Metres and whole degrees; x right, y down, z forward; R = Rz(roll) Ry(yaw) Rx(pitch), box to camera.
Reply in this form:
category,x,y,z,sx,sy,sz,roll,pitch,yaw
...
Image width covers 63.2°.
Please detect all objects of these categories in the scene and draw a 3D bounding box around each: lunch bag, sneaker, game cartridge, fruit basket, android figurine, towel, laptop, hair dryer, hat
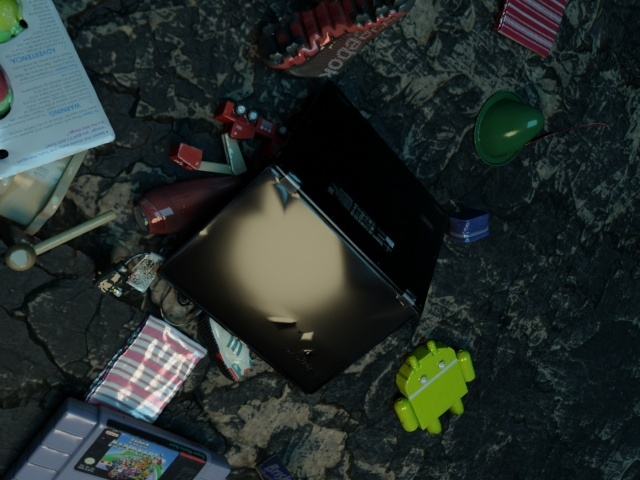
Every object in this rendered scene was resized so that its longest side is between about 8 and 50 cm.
category,x,y,z,sx,sy,sz,roll,pitch,yaw
lunch bag,0.356,-0.033,1.242,0.098,0.067,0.065,-16,112,-26
sneaker,-0.178,0.197,1.020,0.075,0.057,0.161,-37,119,-35
game cartridge,-0.366,0.441,0.957,0.355,0.068,0.230,37,98,-32
fruit basket,-0.476,-0.230,0.618,0.327,0.165,0.353,-27,104,-21
android figurine,0.290,0.371,1.333,0.248,0.056,0.273,-32,119,-18
towel,-0.319,0.250,0.962,0.144,0.029,0.197,42,82,-33
laptop,0.000,0.000,0.967,0.382,0.236,0.408,45,48,-22
hair dryer,-0.244,-0.004,0.920,0.293,0.080,0.223,-54,142,-2
towel,0.500,-0.583,1.185,0.199,0.031,0.275,8,102,-33
hat,0.487,-0.256,1.182,0.208,0.183,0.173,-46,121,-10
sneaker,0.037,-0.355,0.884,0.135,0.276,0.097,26,48,-62

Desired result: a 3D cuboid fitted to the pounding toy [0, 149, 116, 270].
category,x,y,z,sx,sy,sz,roll,pitch,yaw
pounding toy,-0.388,-0.078,0.767,0.155,0.154,0.269,31,69,-33

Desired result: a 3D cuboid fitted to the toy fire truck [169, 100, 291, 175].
category,x,y,z,sx,sy,sz,roll,pitch,yaw
toy fire truck,-0.151,-0.165,0.911,0.192,0.047,0.135,21,84,-32

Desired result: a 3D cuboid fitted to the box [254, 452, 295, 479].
category,x,y,z,sx,sy,sz,roll,pitch,yaw
box,-0.076,0.531,1.101,0.059,0.169,0.054,-27,115,-22
